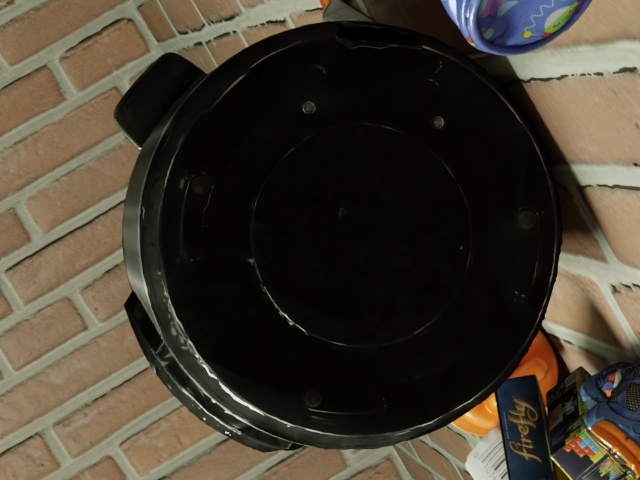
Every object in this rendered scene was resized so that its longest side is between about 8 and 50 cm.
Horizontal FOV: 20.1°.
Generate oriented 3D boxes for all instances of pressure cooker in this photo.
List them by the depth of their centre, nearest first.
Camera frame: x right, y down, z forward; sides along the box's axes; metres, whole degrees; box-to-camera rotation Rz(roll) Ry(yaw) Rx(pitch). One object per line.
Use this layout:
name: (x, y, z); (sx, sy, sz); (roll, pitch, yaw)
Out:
pressure cooker: (0.005, -0.003, 1.656); (0.420, 0.376, 0.369); (-170, 74, -80)

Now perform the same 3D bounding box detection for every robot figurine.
robot figurine: (0.183, 0.145, 1.947); (0.219, 0.158, 0.128); (107, 175, -80)

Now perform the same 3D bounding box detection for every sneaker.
sneaker: (0.277, 0.139, 1.531); (0.083, 0.087, 0.221); (47, -171, -2)

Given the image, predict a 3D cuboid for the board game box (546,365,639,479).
board game box: (0.267, 0.202, 1.631); (0.141, 0.048, 0.170); (49, -166, -7)

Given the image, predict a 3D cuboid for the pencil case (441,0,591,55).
pencil case: (0.066, -0.257, 1.151); (0.306, 0.119, 0.133); (55, -165, 23)

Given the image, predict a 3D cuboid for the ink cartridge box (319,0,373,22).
ink cartridge box: (0.035, -0.186, 1.921); (0.145, 0.045, 0.179); (63, 169, -27)

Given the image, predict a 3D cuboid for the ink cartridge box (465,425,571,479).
ink cartridge box: (0.328, 0.346, 1.863); (0.307, 0.072, 0.303); (25, -163, -42)

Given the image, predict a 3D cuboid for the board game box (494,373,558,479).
board game box: (0.204, 0.262, 1.664); (0.165, 0.042, 0.243); (60, -159, -69)
